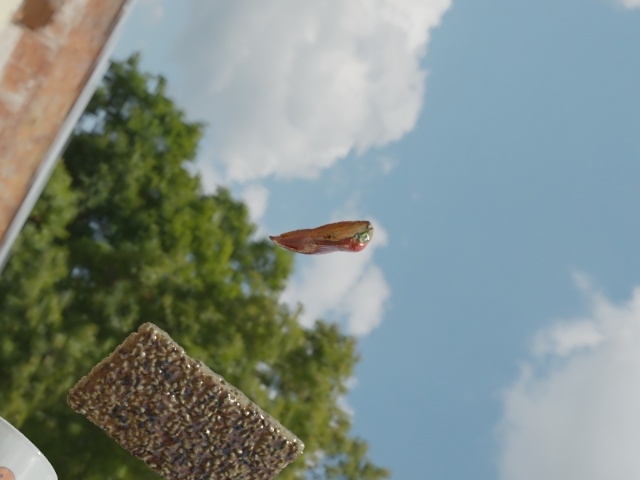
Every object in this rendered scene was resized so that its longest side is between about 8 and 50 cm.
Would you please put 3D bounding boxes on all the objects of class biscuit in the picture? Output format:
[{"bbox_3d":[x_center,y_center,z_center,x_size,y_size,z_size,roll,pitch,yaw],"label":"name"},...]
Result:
[{"bbox_3d":[-0.134,0.187,1.351,0.131,0.231,0.025,-41,-155,18],"label":"biscuit"}]

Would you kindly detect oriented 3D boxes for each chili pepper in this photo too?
[{"bbox_3d":[0.000,0.000,1.491,0.178,0.027,0.045,-4,-148,45],"label":"chili pepper"}]

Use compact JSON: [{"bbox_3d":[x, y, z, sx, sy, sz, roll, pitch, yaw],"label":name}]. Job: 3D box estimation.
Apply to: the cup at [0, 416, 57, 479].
[{"bbox_3d":[-0.511,0.366,1.664,0.317,0.212,0.212,-54,-163,-29],"label":"cup"}]
